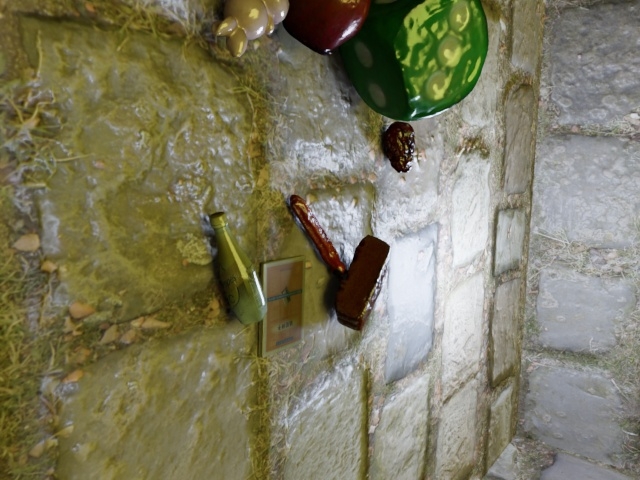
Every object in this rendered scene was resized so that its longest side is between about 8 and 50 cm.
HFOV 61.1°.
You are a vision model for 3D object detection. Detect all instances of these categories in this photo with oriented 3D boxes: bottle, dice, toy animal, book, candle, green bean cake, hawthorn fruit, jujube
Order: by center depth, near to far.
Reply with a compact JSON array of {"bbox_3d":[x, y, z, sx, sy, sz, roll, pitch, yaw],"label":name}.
[{"bbox_3d":[-0.164,-0.471,1.138,0.212,0.124,0.124,-48,132,-25],"label":"toy animal"},{"bbox_3d":[-0.190,0.061,1.208,0.083,0.083,0.269,-40,123,-42],"label":"bottle"},{"bbox_3d":[0.014,-0.560,1.228,0.215,0.250,0.215,9,71,-28],"label":"hawthorn fruit"},{"bbox_3d":[-0.096,0.167,1.402,0.170,0.018,0.241,-9,103,-52],"label":"book"},{"bbox_3d":[0.241,-0.514,1.445,0.297,0.287,0.300,-39,129,-16],"label":"dice"},{"bbox_3d":[0.000,0.000,1.472,0.048,0.051,0.329,-40,130,-9],"label":"candle"},{"bbox_3d":[0.120,0.130,1.578,0.232,0.097,0.198,-61,162,-26],"label":"green bean cake"},{"bbox_3d":[0.250,-0.297,1.722,0.104,0.104,0.166,-32,132,-46],"label":"jujube"}]
